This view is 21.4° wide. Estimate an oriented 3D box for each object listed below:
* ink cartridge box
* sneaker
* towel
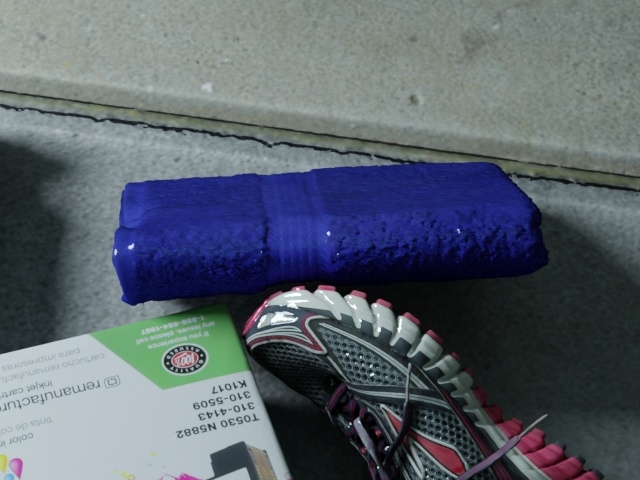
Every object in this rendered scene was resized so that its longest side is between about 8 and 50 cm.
[{"bbox_3d":[-0.116,0.200,1.125,0.201,0.117,0.278,-13,53,-14],"label":"ink cartridge box"},{"bbox_3d":[0.068,0.143,1.155,0.299,0.121,0.112,37,63,8],"label":"sneaker"},{"bbox_3d":[0.000,0.000,1.267,0.308,0.076,0.227,-4,14,-3],"label":"towel"}]
